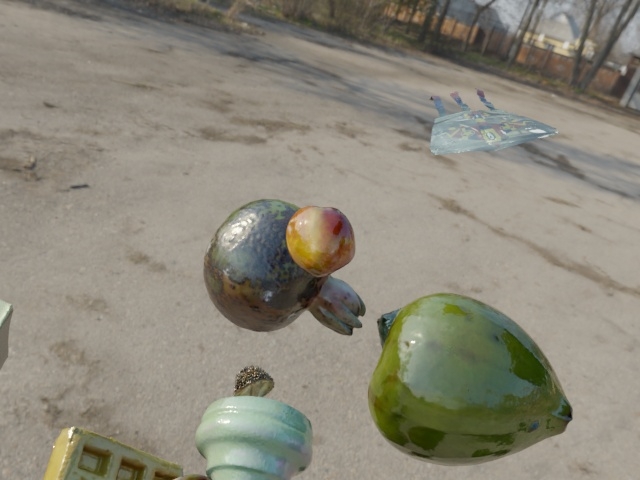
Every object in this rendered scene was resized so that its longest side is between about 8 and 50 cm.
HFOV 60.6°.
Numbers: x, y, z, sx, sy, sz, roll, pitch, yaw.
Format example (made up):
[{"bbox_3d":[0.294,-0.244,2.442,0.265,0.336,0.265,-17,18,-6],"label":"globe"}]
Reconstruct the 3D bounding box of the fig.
[{"bbox_3d":[0.177,0.169,0.639,0.225,0.203,0.203,17,22,21],"label":"fig"}]

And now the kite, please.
[{"bbox_3d":[0.193,-0.157,0.691,0.141,0.015,0.245,-6,27,4],"label":"kite"}]

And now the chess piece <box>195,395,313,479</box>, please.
[{"bbox_3d":[-0.089,0.314,0.573,0.139,0.139,0.272,15,48,-6],"label":"chess piece"}]

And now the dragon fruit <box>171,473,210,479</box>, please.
[{"bbox_3d":[-0.165,0.472,0.737,0.305,0.226,0.305,20,60,-39],"label":"dragon fruit"}]

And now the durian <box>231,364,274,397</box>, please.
[{"bbox_3d":[-0.172,0.340,1.322,0.110,0.140,0.071,-22,60,-20],"label":"durian"}]

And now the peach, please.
[{"bbox_3d":[0.000,0.001,0.769,0.100,0.101,0.101,15,24,-7],"label":"peach"}]

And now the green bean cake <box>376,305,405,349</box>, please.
[{"bbox_3d":[0.187,0.251,1.145,0.094,0.173,0.181,-18,43,-3],"label":"green bean cake"}]

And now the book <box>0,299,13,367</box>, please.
[{"bbox_3d":[-0.430,0.257,0.567,0.043,0.260,0.371,25,56,-18],"label":"book"}]

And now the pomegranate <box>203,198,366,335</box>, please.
[{"bbox_3d":[-0.059,0.078,1.093,0.340,0.285,0.285,34,25,1],"label":"pomegranate"}]

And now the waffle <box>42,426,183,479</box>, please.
[{"bbox_3d":[-0.320,0.427,0.807,0.221,0.055,0.248,41,40,-38],"label":"waffle"}]
